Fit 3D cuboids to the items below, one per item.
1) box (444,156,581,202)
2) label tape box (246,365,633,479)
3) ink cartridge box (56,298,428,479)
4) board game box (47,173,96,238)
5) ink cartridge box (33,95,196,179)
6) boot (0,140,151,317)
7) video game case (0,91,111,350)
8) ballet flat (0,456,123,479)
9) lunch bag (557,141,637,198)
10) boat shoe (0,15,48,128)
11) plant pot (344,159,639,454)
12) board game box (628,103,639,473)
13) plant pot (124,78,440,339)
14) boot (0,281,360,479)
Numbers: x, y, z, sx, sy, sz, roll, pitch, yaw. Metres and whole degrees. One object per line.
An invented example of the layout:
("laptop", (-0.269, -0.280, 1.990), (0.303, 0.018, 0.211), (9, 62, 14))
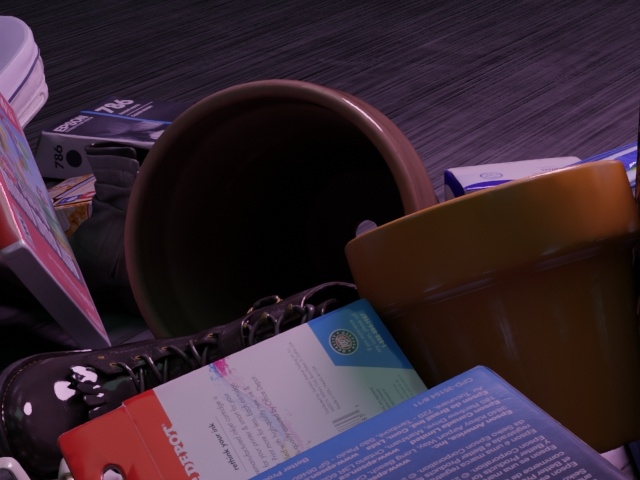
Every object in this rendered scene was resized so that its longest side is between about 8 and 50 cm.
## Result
("box", (0.180, 0.003, 1.506), (0.126, 0.137, 0.072), (-6, 19, -9))
("label tape box", (0.074, 0.213, 0.908), (0.241, 0.106, 0.334), (-25, 25, -13))
("ink cartridge box", (-0.040, 0.148, 1.113), (0.231, 0.078, 0.134), (-23, 51, -14))
("board game box", (-0.214, -0.038, 1.743), (0.194, 0.045, 0.147), (-9, 16, 28))
("ink cartridge box", (-0.201, -0.115, 1.995), (0.333, 0.065, 0.165), (5, 22, 23))
("boot", (-0.203, -0.020, 1.585), (0.247, 0.161, 0.083), (7, 22, 25))
("video game case", (-0.269, -0.054, 1.466), (0.025, 0.204, 0.285), (-27, 60, 0))
("ballet flat", (-0.194, 0.182, 1.146), (0.222, 0.079, 0.077), (-3, 27, -1))
("lunch bag", (0.272, 0.003, 1.439), (0.219, 0.176, 0.090), (-22, 27, -40))
("boat shoe", (-0.408, -0.064, 1.791), (0.136, 0.156, 0.367), (14, 54, 27))
("plant pot", (0.141, 0.064, 1.186), (0.205, 0.188, 0.205), (-16, -6, -2))
("board game box", (0.298, 0.047, 1.140), (0.141, 0.291, 0.232), (-1, 19, 0))
("plant pot", (0.000, 0.000, 1.444), (0.263, 0.263, 0.229), (6, 3, 22))
("boot", (-0.091, 0.087, 1.231), (0.229, 0.091, 0.263), (-21, 0, 29))
